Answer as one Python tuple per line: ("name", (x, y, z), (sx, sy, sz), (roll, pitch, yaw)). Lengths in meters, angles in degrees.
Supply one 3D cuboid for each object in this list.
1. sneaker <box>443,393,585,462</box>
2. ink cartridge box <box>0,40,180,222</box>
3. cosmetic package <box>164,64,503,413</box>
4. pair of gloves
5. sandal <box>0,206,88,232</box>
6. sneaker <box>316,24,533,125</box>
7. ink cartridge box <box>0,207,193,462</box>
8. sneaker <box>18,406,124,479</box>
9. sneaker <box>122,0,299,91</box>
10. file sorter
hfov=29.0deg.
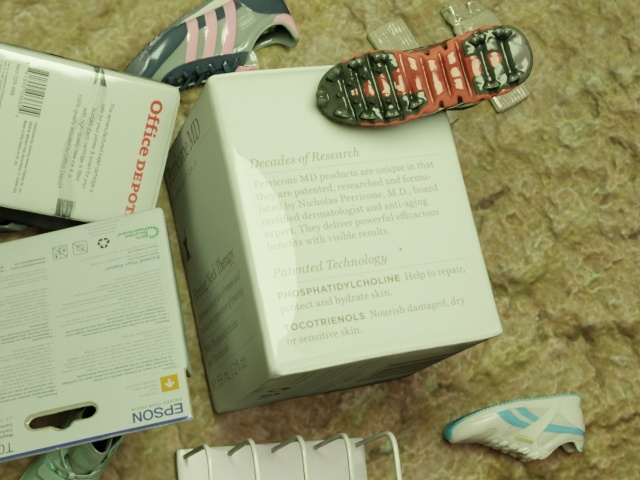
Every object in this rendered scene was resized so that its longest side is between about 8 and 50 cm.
("sneaker", (0.297, 0.288, 1.861), (0.228, 0.087, 0.092), (-5, 78, -17))
("ink cartridge box", (-0.362, -0.145, 1.693), (0.289, 0.121, 0.211), (12, 98, -26))
("cosmetic package", (0.000, 0.000, 1.717), (0.327, 0.329, 0.394), (-8, 76, -20))
("pair of gloves", (0.217, -0.292, 2.031), (0.240, 0.042, 0.204), (-19, 81, -23))
("sandal", (-0.440, -0.031, 1.718), (0.254, 0.097, 0.055), (13, 97, -13))
("sneaker", (0.130, -0.204, 1.593), (0.276, 0.135, 0.098), (-13, 91, 1))
("ink cartridge box", (-0.337, 0.135, 1.603), (0.324, 0.071, 0.330), (-12, 57, -1))
("sneaker", (-0.334, 0.306, 1.615), (0.094, 0.151, 0.256), (28, 69, -10))
("sneaker", (-0.164, -0.277, 1.865), (0.319, 0.112, 0.131), (-40, 86, -23))
("file sorter", (-0.041, 0.363, 1.682), (0.277, 0.173, 0.193), (-1, 74, -18))
